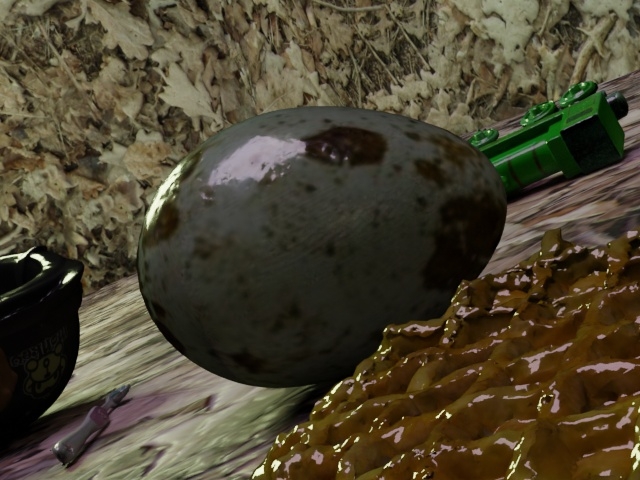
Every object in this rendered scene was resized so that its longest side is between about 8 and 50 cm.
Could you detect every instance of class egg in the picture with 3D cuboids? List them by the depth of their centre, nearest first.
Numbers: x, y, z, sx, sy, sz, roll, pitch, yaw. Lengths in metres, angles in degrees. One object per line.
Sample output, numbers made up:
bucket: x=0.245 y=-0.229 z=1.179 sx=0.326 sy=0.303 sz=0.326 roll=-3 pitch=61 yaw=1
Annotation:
egg: x=0.000 y=0.000 z=0.729 sx=0.231 sy=0.169 sz=0.169 roll=-16 pitch=6 yaw=11

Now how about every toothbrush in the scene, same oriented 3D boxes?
toothbrush: x=-0.178 y=0.142 z=0.932 sx=0.022 sy=0.017 sz=0.204 roll=-42 pitch=2 yaw=6

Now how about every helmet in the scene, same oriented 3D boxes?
helmet: x=-0.325 y=0.113 z=1.114 sx=0.279 sy=0.160 sz=0.230 roll=-1 pitch=18 yaw=37

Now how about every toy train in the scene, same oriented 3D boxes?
toy train: x=0.207 y=-0.085 z=1.265 sx=0.251 sy=0.085 sz=0.119 roll=-25 pitch=19 yaw=27

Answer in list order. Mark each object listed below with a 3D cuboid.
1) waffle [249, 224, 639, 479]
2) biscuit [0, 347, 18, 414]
waffle: x=0.082 y=0.051 z=0.426 sx=0.238 sy=0.058 sz=0.243 roll=-26 pitch=6 yaw=-16
biscuit: x=-0.378 y=0.179 z=0.608 sx=0.394 sy=0.076 sz=0.368 roll=-17 pitch=24 yaw=34
